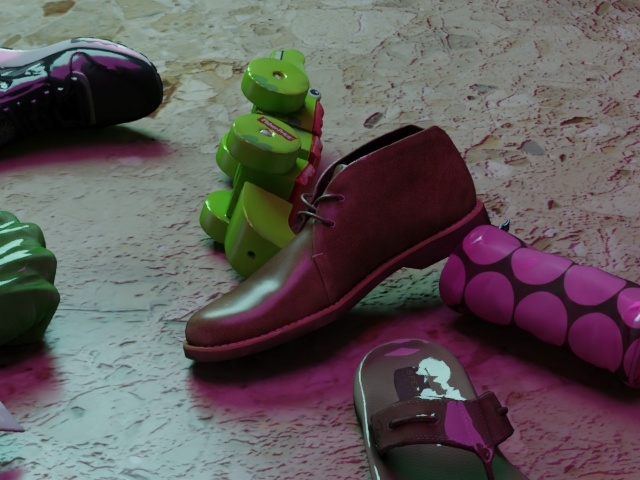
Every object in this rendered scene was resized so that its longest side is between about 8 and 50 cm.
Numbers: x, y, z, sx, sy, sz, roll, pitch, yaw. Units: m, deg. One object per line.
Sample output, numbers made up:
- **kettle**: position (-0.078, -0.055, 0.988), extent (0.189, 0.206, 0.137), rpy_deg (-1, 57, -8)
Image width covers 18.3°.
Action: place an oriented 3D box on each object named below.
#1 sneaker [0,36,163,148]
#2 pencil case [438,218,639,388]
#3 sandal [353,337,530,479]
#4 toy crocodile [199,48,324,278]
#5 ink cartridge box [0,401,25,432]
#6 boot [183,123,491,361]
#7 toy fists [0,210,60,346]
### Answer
- **sneaker**: position (-0.303, -0.131, 2.020), extent (0.283, 0.107, 0.124), rpy_deg (1, 42, 11)
- **pencil case**: position (0.205, 0.054, 1.650), extent (0.209, 0.098, 0.095), rpy_deg (26, 77, 38)
- **sandal**: position (0.087, 0.141, 1.474), extent (0.120, 0.086, 0.303), rpy_deg (-7, 28, -13)
- **toy crocodile**: position (-0.042, -0.079, 1.879), extent (0.105, 0.115, 0.340), rpy_deg (18, 29, -6)
- **ink cartridge box**: position (-0.371, 0.066, 1.457), extent (0.239, 0.060, 0.275), rpy_deg (49, 13, 23)
- **boot**: position (0.000, 0.000, 1.677), extent (0.305, 0.115, 0.112), rpy_deg (-31, 23, -25)
- **toy fists**: position (-0.331, 0.015, 1.717), extent (0.142, 0.096, 0.279), rpy_deg (-30, 40, -28)
